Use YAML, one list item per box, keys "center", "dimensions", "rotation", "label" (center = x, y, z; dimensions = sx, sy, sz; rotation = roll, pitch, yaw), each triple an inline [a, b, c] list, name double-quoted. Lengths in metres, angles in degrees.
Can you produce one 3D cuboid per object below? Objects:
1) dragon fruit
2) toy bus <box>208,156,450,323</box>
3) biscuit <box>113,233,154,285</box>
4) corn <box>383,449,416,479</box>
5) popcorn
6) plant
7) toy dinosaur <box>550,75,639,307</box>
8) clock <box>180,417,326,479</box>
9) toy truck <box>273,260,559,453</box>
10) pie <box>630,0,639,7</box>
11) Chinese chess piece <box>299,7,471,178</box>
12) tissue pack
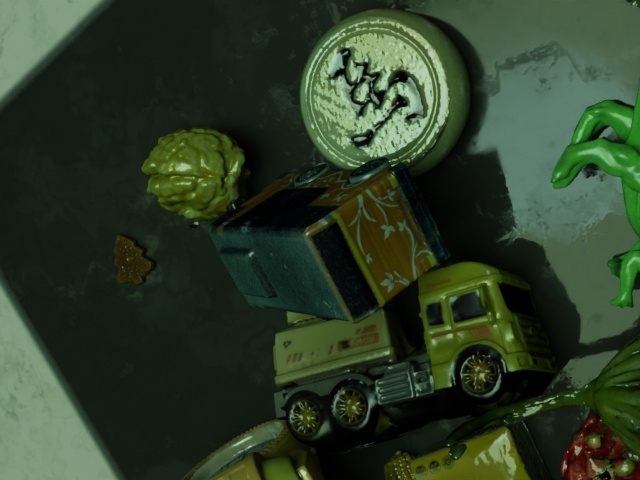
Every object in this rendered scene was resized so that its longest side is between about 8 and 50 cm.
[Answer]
- center: [0.400, 0.302, 1.385]
  dimensions: [0.166, 0.172, 0.160]
  rotation: [-26, 86, 24]
  label: "dragon fruit"
- center: [0.000, 0.000, 1.433]
  dimensions: [0.323, 0.194, 0.162]
  rotation: [2, 124, 59]
  label: "toy bus"
- center: [-0.322, 0.032, 1.760]
  dimensions: [0.082, 0.016, 0.092]
  rotation: [-29, 84, 30]
  label: "biscuit"
- center: [0.151, 0.419, 1.572]
  dimensions: [0.068, 0.068, 0.207]
  rotation: [-19, 88, 25]
  label: "corn"
- center: [-0.190, -0.097, 1.612]
  dimensions: [0.173, 0.173, 0.142]
  rotation: [-29, 63, 25]
  label: "popcorn"
- center: [0.347, 0.171, 1.300]
  dimensions: [0.333, 0.251, 0.180]
  rotation: [6, 110, 25]
  label: "plant"
- center: [0.503, -0.105, 1.292]
  dimensions: [0.374, 0.144, 0.500]
  rotation: [36, 120, 12]
  label: "toy dinosaur"
- center: [-0.100, 0.394, 1.552]
  dimensions: [0.244, 0.317, 0.200]
  rotation: [-28, 99, 1]
  label: "clock"
- center: [0.118, 0.156, 1.490]
  dimensions: [0.405, 0.180, 0.254]
  rotation: [-18, 75, 28]
  label: "toy truck"
- center: [0.526, -0.431, 1.281]
  dimensions: [0.371, 0.078, 0.296]
  rotation: [8, 99, 24]
  label: "pie"
- center: [0.091, -0.207, 1.494]
  dimensions: [0.250, 0.101, 0.250]
  rotation: [4, 99, 23]
  label: "Chinese chess piece"
- center: [0.233, 0.340, 1.515]
  dimensions: [0.169, 0.082, 0.120]
  rotation: [-26, 88, 25]
  label: "tissue pack"
